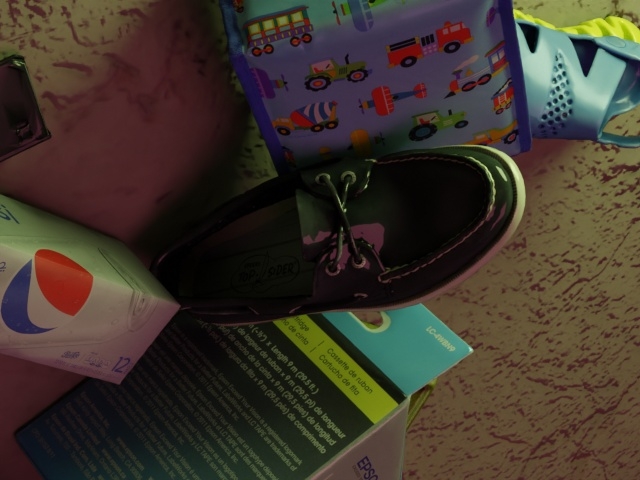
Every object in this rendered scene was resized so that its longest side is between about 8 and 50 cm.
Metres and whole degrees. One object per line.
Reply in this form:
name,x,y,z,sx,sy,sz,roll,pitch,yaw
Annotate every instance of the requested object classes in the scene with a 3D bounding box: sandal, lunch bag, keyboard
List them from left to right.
keyboard,-0.294,-0.064,1.221,0.180,0.023,0.108,-28,129,-20
lunch bag,0.056,-0.127,1.337,0.221,0.138,0.293,-15,140,3
sandal,0.223,-0.143,1.505,0.317,0.138,0.126,-11,128,-32

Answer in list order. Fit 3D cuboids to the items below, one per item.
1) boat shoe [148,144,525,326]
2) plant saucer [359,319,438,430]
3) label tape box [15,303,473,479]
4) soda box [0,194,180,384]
boat shoe,-0.001,-0.004,1.314,0.113,0.340,0.127,10,72,-56
plant saucer,0.033,0.180,1.651,0.188,0.045,0.188,20,106,-45
label tape box,-0.059,0.164,1.412,0.348,0.249,0.115,-36,136,-13
soda box,-0.244,0.027,1.245,0.091,0.098,0.286,-51,144,10
